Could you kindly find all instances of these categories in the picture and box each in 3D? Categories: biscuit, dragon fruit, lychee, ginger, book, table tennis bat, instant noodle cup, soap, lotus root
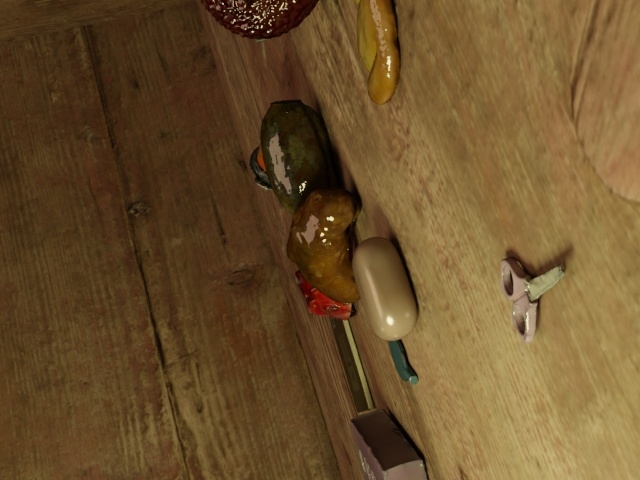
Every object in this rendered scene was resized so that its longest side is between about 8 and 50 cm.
[{"bbox_3d":[0.075,-0.363,1.332,0.154,0.045,0.299,-164,59,-77],"label":"biscuit"},{"bbox_3d":[0.013,0.140,2.211,0.274,0.126,0.161,135,120,-80],"label":"dragon fruit"},{"bbox_3d":[-0.112,-0.511,1.591,0.260,0.260,0.261,165,90,-80],"label":"lychee"},{"bbox_3d":[0.014,0.008,1.910,0.321,0.172,0.165,81,-151,-45],"label":"ginger"},{"bbox_3d":[0.084,0.332,2.418,0.217,0.021,0.310,116,138,-75],"label":"book"},{"bbox_3d":[0.172,0.257,1.802,0.155,0.019,0.100,-123,20,-66],"label":"table tennis bat"},{"bbox_3d":[-0.080,-0.229,2.123,0.208,0.177,0.126,-71,-1,-46],"label":"instant noodle cup"},{"bbox_3d":[0.180,0.585,2.015,0.296,0.107,0.286,-137,31,-74],"label":"soap"},{"bbox_3d":[-0.057,-0.191,1.969,0.160,0.152,0.275,-9,98,37],"label":"lotus root"}]

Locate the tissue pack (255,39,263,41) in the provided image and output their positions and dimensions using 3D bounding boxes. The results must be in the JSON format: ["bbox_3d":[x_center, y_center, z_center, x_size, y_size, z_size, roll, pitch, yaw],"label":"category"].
[{"bbox_3d":[-0.167,-0.587,2.262,0.111,0.079,0.085,142,114,-80],"label":"tissue pack"}]

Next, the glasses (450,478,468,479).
[{"bbox_3d":[0.276,0.516,1.580,0.104,0.062,0.140,47,-159,-61],"label":"glasses"}]

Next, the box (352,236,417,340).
[{"bbox_3d":[0.121,0.092,1.628,0.146,0.088,0.200,109,144,-71],"label":"box"}]

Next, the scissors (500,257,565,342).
[{"bbox_3d":[0.254,0.056,1.008,0.212,0.021,0.110,109,148,-74],"label":"scissors"}]
